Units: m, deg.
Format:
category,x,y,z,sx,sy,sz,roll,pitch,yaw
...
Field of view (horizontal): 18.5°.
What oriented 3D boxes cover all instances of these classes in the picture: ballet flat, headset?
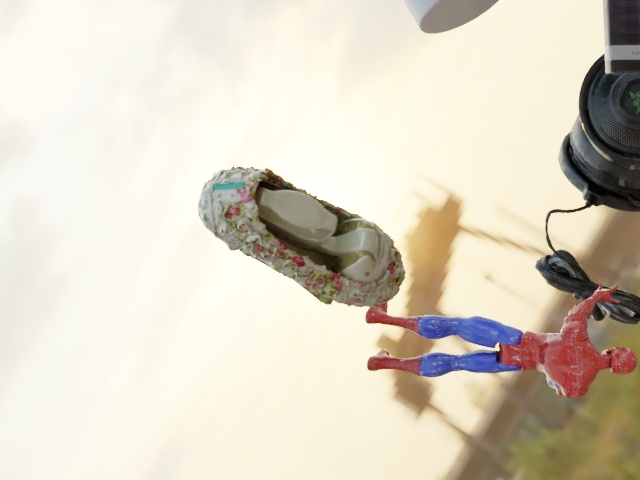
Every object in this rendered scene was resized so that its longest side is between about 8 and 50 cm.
category,x,y,z,sx,sy,sz,roll,pitch,yaw
ballet flat,0.000,0.000,1.715,0.077,0.241,0.091,-17,61,46
headset,0.357,-0.101,2.128,0.394,0.185,0.243,-55,-11,-20

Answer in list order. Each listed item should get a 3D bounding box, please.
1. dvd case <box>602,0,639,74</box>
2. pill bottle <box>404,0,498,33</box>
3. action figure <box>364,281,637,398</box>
category,x,y,z,sx,sy,sz,roll,pitch,yaw
dvd case,0.308,-0.247,1.618,0.018,0.164,0.221,168,100,-77
pill bottle,0.096,-0.318,1.957,0.119,0.208,0.119,-25,-17,-8
action figure,0.201,0.099,2.030,0.139,0.280,0.091,-32,-56,-57
